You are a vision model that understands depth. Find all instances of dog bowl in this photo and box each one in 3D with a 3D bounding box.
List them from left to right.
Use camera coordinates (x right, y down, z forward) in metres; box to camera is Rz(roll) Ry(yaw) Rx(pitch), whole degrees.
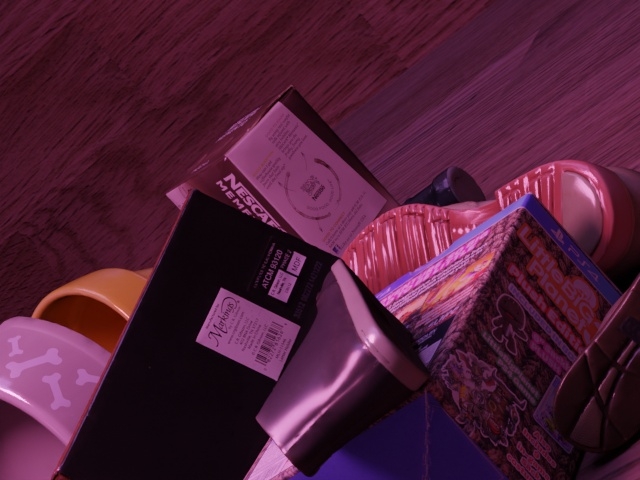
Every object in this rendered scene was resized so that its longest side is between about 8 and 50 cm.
[{"bbox_3d":[-0.289,0.254,1.964,0.349,0.348,0.102,-34,4,42],"label":"dog bowl"}]

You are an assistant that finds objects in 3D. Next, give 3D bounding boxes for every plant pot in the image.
[{"bbox_3d":[-0.215,0.139,2.498,0.254,0.254,0.239,-34,-2,42],"label":"plant pot"}]

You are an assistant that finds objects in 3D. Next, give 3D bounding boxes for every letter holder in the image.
[{"bbox_3d":[-0.122,0.150,1.664,0.214,0.152,0.301,121,174,-56],"label":"letter holder"}]

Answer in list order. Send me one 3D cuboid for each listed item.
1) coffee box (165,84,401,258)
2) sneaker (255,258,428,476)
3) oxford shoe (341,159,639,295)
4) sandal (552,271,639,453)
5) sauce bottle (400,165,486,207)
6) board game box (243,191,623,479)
[{"bbox_3d":[0.000,0.000,2.010,0.119,0.297,0.168,-48,11,-27],"label":"coffee box"},{"bbox_3d":[0.003,0.090,1.402,0.118,0.083,0.222,-42,11,5],"label":"sneaker"},{"bbox_3d":[0.169,0.025,1.755,0.147,0.140,0.397,-1,-9,-39],"label":"oxford shoe"},{"bbox_3d":[0.256,0.068,1.400,0.219,0.090,0.060,-50,-12,-2],"label":"sandal"},{"bbox_3d":[0.048,0.035,2.238,0.344,0.111,0.111,-35,12,30],"label":"sauce bottle"},{"bbox_3d":[0.094,0.133,1.521,0.232,0.141,0.291,-36,12,36],"label":"board game box"}]
